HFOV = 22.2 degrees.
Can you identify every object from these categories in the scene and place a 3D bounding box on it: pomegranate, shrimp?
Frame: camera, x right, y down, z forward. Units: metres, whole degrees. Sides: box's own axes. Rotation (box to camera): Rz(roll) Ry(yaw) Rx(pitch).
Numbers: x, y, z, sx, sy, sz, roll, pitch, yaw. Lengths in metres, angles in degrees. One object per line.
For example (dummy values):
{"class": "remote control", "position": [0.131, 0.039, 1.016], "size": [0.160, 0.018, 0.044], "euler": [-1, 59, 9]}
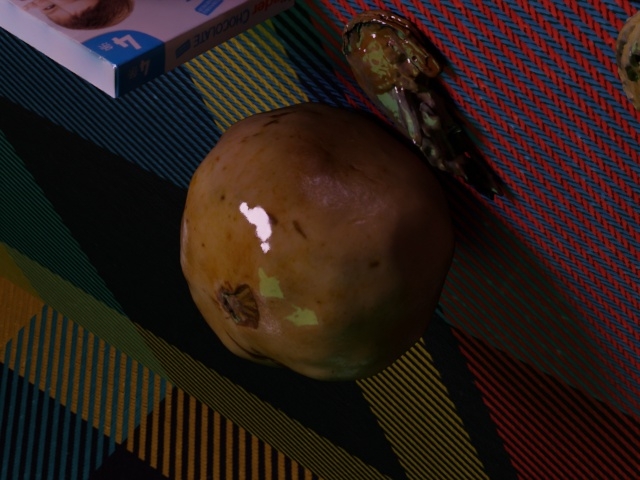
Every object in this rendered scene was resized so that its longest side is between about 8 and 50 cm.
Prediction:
{"class": "pomegranate", "position": [0.000, 0.000, 1.890], "size": [0.332, 0.332, 0.332], "euler": [37, 160, 16]}
{"class": "shrimp", "position": [0.115, -0.132, 1.726], "size": [0.262, 0.066, 0.117], "euler": [46, 161, -14]}

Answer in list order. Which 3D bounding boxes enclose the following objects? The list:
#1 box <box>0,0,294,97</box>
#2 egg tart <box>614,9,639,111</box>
{"class": "box", "position": [-0.211, -0.275, 1.757], "size": [0.265, 0.273, 0.048], "euler": [32, 136, 27]}
{"class": "egg tart", "position": [0.339, -0.132, 1.245], "size": [0.232, 0.098, 0.252], "euler": [26, 160, 25]}
